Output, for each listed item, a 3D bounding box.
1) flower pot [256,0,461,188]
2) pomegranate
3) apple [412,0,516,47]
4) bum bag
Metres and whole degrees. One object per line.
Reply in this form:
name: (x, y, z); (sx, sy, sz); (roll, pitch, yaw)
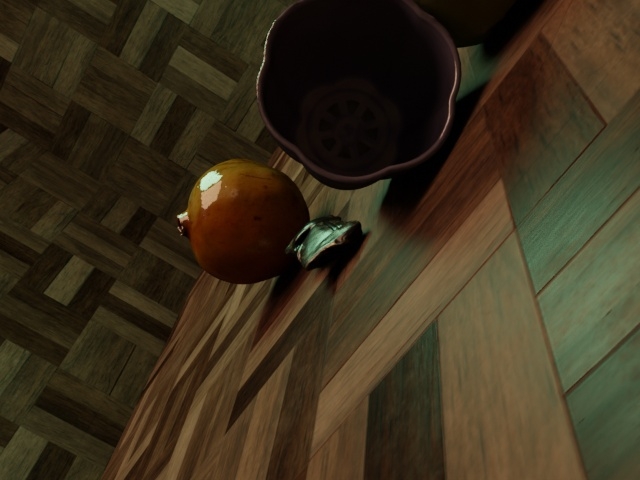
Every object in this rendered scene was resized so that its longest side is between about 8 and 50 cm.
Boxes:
flower pot: (0.044, -0.192, 1.068); (0.265, 0.265, 0.243); (-59, 0, -5)
pomegranate: (-0.155, -0.038, 1.517); (0.264, 0.264, 0.264); (-56, 10, 16)
apple: (0.193, -0.399, 1.036); (0.279, 0.279, 0.279); (-56, 10, 16)
bum bag: (-0.001, 0.000, 1.214); (0.102, 0.069, 0.248); (-23, 5, -8)
